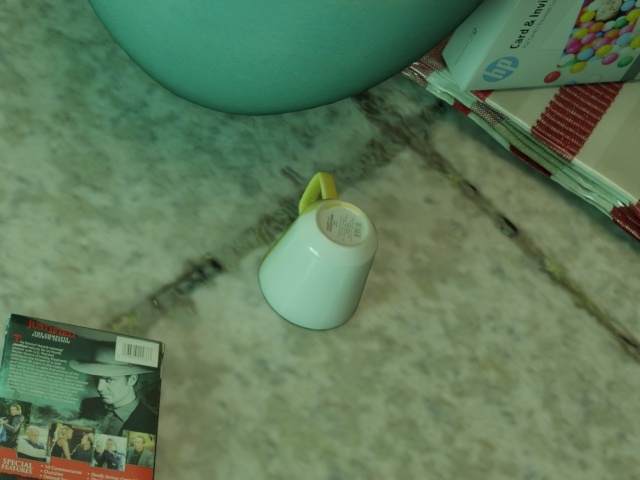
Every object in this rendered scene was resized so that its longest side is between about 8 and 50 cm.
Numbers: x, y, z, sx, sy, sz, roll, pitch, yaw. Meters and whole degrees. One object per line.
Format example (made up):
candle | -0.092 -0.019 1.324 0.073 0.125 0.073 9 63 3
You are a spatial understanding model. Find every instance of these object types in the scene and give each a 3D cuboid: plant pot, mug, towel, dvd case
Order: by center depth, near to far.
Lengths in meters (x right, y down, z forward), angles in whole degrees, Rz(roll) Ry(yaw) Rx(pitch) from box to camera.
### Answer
dvd case | -0.128 0.097 0.847 0.087 0.013 0.119 11 53 -15
mug | -0.001 0.003 0.937 0.062 0.064 0.078 -25 67 -34
plant pot | -0.033 -0.188 0.976 0.290 0.195 0.290 9 53 -12
towel | 0.213 -0.109 1.131 0.329 0.037 0.237 35 49 4

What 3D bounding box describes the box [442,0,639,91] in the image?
box | 0.189 -0.159 1.038 0.186 0.145 0.038 -5 56 -28
